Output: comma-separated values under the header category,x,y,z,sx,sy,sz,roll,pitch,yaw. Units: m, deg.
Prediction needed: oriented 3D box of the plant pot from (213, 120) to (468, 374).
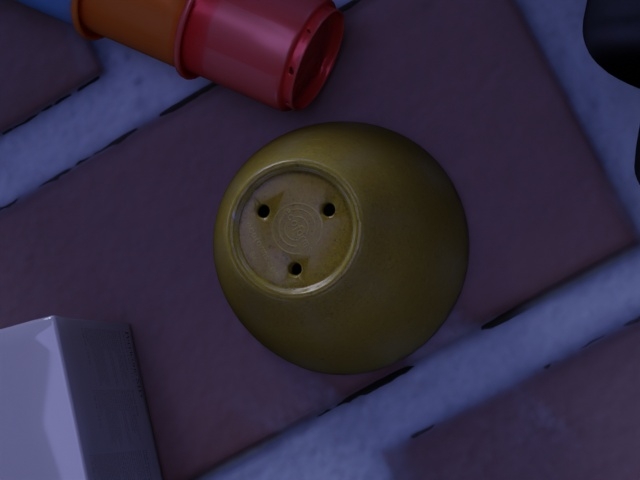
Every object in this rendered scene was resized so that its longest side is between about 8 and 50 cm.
category,x,y,z,sx,sy,sz,roll,pitch,yaw
plant pot,0.000,0.000,0.777,0.134,0.095,0.134,-1,85,15

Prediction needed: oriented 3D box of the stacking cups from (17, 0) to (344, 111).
category,x,y,z,sx,sy,sz,roll,pitch,yaw
stacking cups,-0.138,-0.162,0.831,0.316,0.096,0.096,23,91,16

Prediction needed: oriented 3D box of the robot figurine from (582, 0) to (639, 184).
category,x,y,z,sx,sy,sz,roll,pitch,yaw
robot figurine,0.214,-0.150,0.691,0.173,0.209,0.278,10,87,56

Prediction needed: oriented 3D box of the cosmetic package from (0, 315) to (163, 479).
category,x,y,z,sx,sy,sz,roll,pitch,yaw
cosmetic package,-0.117,0.162,0.793,0.060,0.099,0.239,-16,80,16
